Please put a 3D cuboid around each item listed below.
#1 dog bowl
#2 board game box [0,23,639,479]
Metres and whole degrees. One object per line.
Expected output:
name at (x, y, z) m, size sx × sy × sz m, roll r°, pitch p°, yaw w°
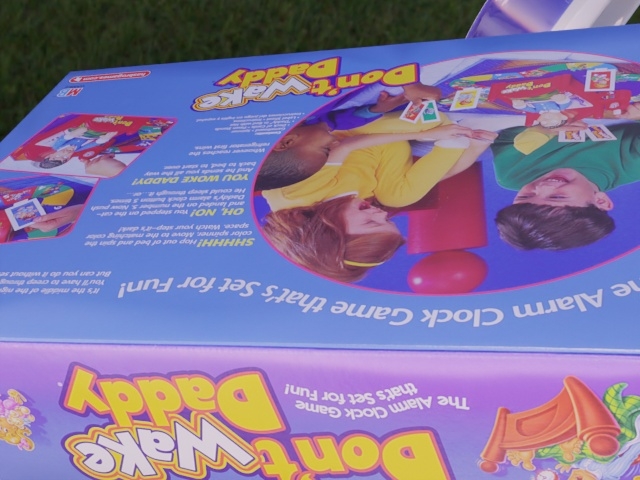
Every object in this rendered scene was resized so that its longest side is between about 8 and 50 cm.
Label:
dog bowl at (0.270, -0.256, 1.172) m, size 0.104 × 0.265 × 0.265 m, roll 40°, pitch 53°, yaw 12°
board game box at (0.000, 0.000, 0.458) m, size 0.347 × 0.078 × 0.233 m, roll -1°, pitch 35°, yaw 20°
